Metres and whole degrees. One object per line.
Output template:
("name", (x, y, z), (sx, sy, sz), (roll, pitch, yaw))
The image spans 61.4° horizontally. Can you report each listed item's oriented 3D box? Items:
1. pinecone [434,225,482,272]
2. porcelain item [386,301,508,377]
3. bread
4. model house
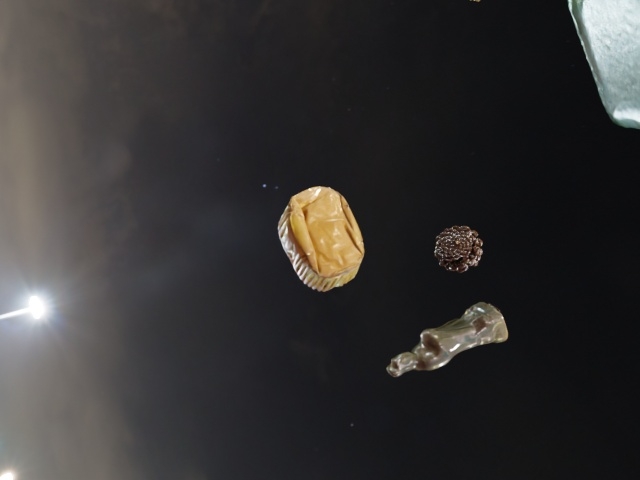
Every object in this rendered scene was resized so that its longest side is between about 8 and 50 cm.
("pinecone", (0.396, 0.027, 1.544), (0.140, 0.140, 0.120), (34, -18, 39))
("porcelain item", (0.207, 0.177, 0.922), (0.081, 0.216, 0.069), (-141, -149, -65))
("bread", (0.000, 0.000, 1.563), (0.288, 0.204, 0.156), (60, -22, 15))
("model house", (0.547, -0.323, 0.765), (0.280, 0.249, 0.230), (60, 6, -19))
